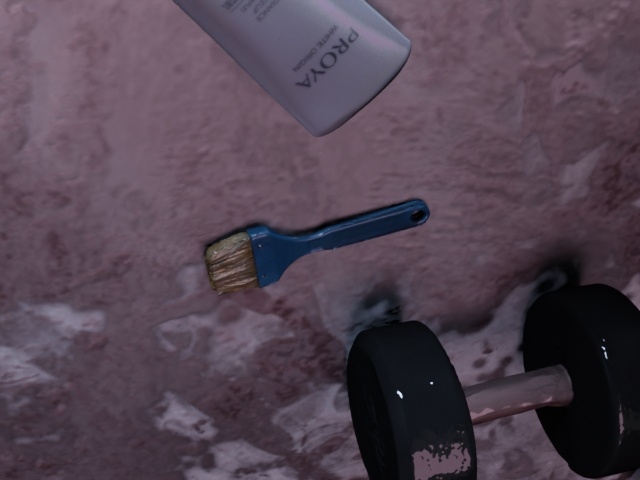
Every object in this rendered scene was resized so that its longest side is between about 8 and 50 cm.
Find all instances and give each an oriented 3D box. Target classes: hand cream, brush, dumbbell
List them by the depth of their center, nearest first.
[{"bbox_3d":[-0.048,-0.140,0.445,0.079,0.048,0.255,-42,132,15],"label":"hand cream"},{"bbox_3d":[0.000,0.000,0.613,0.164,0.014,0.051,-15,135,-9],"label":"brush"},{"bbox_3d":[0.141,0.124,0.682,0.218,0.152,0.152,-10,132,-13],"label":"dumbbell"}]
